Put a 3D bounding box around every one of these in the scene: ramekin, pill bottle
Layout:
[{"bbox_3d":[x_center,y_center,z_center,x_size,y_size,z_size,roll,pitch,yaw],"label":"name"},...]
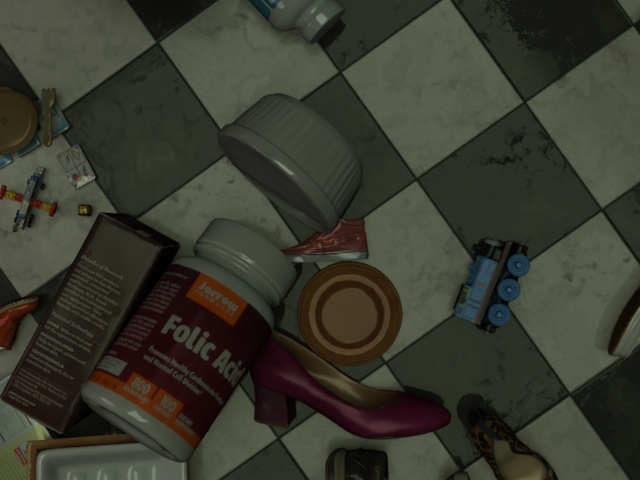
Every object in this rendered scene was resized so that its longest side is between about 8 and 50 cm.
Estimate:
[{"bbox_3d":[-0.045,-0.145,1.830,0.273,0.273,0.127,40,78,1],"label":"ramekin"},{"bbox_3d":[-0.077,-0.486,1.879,0.146,0.146,0.264,-43,90,2],"label":"pill bottle"},{"bbox_3d":[-0.220,0.169,1.805,0.224,0.224,0.392,33,70,1],"label":"pill bottle"}]

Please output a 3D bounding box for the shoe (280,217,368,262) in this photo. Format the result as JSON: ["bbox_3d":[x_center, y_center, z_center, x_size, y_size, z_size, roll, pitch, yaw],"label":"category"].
[{"bbox_3d":[0.000,0.000,1.925,0.178,0.063,0.081,-4,89,-3],"label":"shoe"}]

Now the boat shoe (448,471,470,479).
[{"bbox_3d":[0.216,0.600,1.889,0.158,0.127,0.341,-5,89,8],"label":"boat shoe"}]

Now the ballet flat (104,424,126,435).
[{"bbox_3d":[-0.406,0.400,1.955,0.041,0.041,0.114,26,91,1],"label":"ballet flat"}]

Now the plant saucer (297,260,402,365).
[{"bbox_3d":[0.055,0.139,1.934,0.200,0.037,0.200,0,90,2],"label":"plant saucer"}]

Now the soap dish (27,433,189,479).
[{"bbox_3d":[-0.385,0.466,1.864,0.290,0.118,0.229,0,86,-21],"label":"soap dish"}]

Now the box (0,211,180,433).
[{"bbox_3d":[-0.414,0.143,1.873,0.143,0.191,0.381,30,91,1],"label":"box"}]

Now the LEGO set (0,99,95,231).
[{"bbox_3d":[-0.535,-0.132,1.940,0.182,0.060,0.244,-29,86,2],"label":"LEGO set"}]

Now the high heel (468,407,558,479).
[{"bbox_3d":[0.363,0.419,1.851,0.093,0.186,0.261,-43,89,2],"label":"high heel"}]

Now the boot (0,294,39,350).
[{"bbox_3d":[-0.589,0.161,1.949,0.158,0.059,0.085,-28,93,10],"label":"boot"}]

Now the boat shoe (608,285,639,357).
[{"bbox_3d":[0.632,0.111,1.884,0.096,0.098,0.277,33,90,2],"label":"boat shoe"}]

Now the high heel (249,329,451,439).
[{"bbox_3d":[0.053,0.259,1.885,0.377,0.127,0.181,2,101,5],"label":"high heel"}]

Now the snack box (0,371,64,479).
[{"bbox_3d":[-0.568,0.431,1.944,0.187,0.060,0.322,-32,90,1],"label":"snack box"}]

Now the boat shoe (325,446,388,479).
[{"bbox_3d":[0.096,0.552,1.866,0.130,0.132,0.355,-11,83,11],"label":"boat shoe"}]

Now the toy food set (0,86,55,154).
[{"bbox_3d":[-0.592,-0.227,1.942,0.192,0.038,0.132,0,84,4],"label":"toy food set"}]

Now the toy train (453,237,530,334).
[{"bbox_3d":[0.319,0.080,1.906,0.105,0.080,0.184,21,91,7],"label":"toy train"}]
